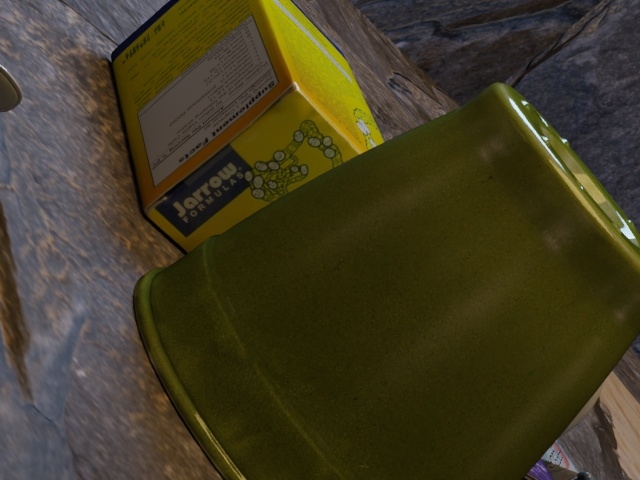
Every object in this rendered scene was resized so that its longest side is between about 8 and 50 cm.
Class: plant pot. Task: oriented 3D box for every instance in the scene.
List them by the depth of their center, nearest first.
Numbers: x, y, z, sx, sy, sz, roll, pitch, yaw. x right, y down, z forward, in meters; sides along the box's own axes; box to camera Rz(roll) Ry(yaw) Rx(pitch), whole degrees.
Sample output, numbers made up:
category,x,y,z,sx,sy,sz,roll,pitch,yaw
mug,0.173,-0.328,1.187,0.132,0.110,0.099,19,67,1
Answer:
category,x,y,z,sx,sy,sz,roll,pitch,yaw
plant pot,0.095,0.063,1.561,0.366,0.353,0.366,48,13,-14

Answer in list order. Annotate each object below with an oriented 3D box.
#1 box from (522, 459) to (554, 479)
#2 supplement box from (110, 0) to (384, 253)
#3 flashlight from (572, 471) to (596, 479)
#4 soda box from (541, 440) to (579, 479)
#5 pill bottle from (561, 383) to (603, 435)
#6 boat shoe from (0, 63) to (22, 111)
category,x,y,z,sx,sy,sz,roll,pitch,yaw
box,0.130,0.198,1.877,0.153,0.108,0.207,34,21,-53
supplement box,-0.069,-0.116,1.886,0.195,0.194,0.356,44,14,-30
flashlight,0.397,0.404,2.248,0.304,0.103,0.103,47,13,-20
soda box,0.249,0.267,2.215,0.058,0.063,0.183,56,13,25
pill bottle,0.207,0.114,2.152,0.181,0.181,0.323,48,1,-13
boat shoe,-0.297,-0.149,1.510,0.125,0.046,0.038,31,26,-36
